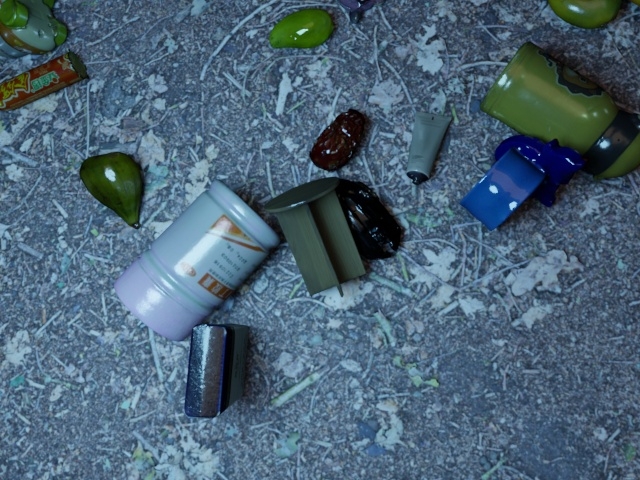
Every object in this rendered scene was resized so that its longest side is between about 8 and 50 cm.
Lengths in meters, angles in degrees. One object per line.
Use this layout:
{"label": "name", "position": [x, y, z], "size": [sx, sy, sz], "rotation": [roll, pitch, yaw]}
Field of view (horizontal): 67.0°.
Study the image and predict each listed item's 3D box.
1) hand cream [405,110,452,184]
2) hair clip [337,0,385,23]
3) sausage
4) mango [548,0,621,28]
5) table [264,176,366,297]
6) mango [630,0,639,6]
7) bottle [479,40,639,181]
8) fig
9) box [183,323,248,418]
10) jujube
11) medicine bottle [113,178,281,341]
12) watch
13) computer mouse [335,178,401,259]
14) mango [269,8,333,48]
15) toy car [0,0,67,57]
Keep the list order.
{"label": "hand cream", "position": [0.245, -0.217, 1.135], "size": [0.087, 0.054, 0.186], "rotation": [14, 76, 12]}
{"label": "hair clip", "position": [0.091, -0.655, 1.224], "size": [0.146, 0.056, 0.187], "rotation": [-33, 88, -2]}
{"label": "sausage", "position": [-0.733, -0.395, 1.235], "size": [0.264, 0.083, 0.083], "rotation": [-24, 79, 2]}
{"label": "mango", "position": [0.615, -0.577, 1.149], "size": [0.191, 0.085, 0.122], "rotation": [40, 96, 19]}
{"label": "table", "position": [0.000, 0.000, 1.031], "size": [0.167, 0.167, 0.226], "rotation": [-21, 107, 1]}
{"label": "mango", "position": [0.761, -0.662, 1.124], "size": [0.188, 0.138, 0.256], "rotation": [7, 85, -12]}
{"label": "bottle", "position": [0.546, -0.272, 1.061], "size": [0.351, 0.171, 0.171], "rotation": [35, 85, 7]}
{"label": "fig", "position": [-0.485, -0.128, 1.166], "size": [0.133, 0.184, 0.126], "rotation": [-16, 41, 7]}
{"label": "box", "position": [-0.204, 0.254, 0.985], "size": [0.071, 0.259, 0.168], "rotation": [3, 80, 3]}
{"label": "jujube", "position": [0.047, -0.233, 1.127], "size": [0.104, 0.104, 0.165], "rotation": [37, 85, 10]}
{"label": "medicine bottle", "position": [-0.261, 0.043, 1.054], "size": [0.202, 0.202, 0.316], "rotation": [43, 87, 10]}
{"label": "watch", "position": [0.409, -0.118, 1.034], "size": [0.200, 0.196, 0.171], "rotation": [-42, 70, -10]}
{"label": "computer mouse", "position": [0.084, -0.055, 1.106], "size": [0.146, 0.077, 0.241], "rotation": [-44, 80, -1]}
{"label": "mango", "position": [-0.049, -0.520, 1.195], "size": [0.165, 0.074, 0.091], "rotation": [-16, 81, 2]}
{"label": "toy car", "position": [-0.804, -0.565, 1.251], "size": [0.235, 0.145, 0.234], "rotation": [0, 90, 23]}
